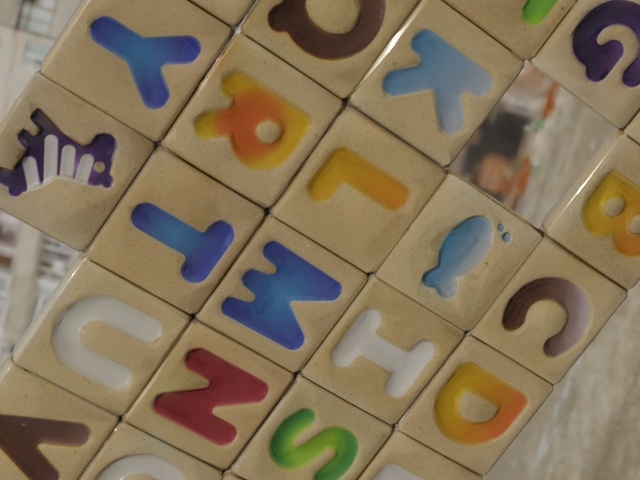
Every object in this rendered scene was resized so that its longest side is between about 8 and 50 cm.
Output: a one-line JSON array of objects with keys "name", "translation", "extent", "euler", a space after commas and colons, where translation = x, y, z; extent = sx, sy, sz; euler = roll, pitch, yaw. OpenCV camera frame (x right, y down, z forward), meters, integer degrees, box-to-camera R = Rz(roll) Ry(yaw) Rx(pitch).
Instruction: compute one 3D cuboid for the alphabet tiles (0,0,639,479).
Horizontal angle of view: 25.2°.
[{"name": "alphabet tiles", "translation": [0.000, 0.000, 0.430], "extent": [0.237, 0.198, 0.009], "euler": [-54, 24, 10]}]
